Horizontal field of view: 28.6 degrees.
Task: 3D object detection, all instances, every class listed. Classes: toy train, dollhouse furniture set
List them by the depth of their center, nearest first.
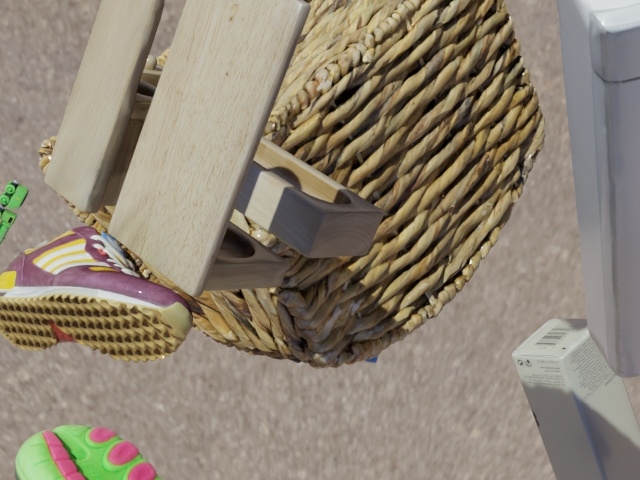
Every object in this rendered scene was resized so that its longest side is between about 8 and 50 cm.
[{"bbox_3d":[-0.032,-0.066,0.574,0.144,0.151,0.123,34,111,33],"label":"dollhouse furniture set"},{"bbox_3d":[-0.308,-0.020,1.213,0.023,0.017,0.083,28,105,-14],"label":"toy train"}]

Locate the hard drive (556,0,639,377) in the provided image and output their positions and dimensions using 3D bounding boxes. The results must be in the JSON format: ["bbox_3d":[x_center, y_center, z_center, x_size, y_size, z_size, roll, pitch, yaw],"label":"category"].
[{"bbox_3d":[0.219,-0.062,0.545,0.233,0.353,0.047,-29,63,0],"label":"hard drive"}]

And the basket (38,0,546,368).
[{"bbox_3d":[-0.006,-0.055,0.925,0.223,0.214,0.299,5,40,45],"label":"basket"}]

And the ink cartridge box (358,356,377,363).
[{"bbox_3d":[0.000,0.000,1.204,0.148,0.086,0.203,25,71,-33],"label":"ink cartridge box"}]

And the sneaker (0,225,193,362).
[{"bbox_3d":[-0.145,0.026,0.818,0.185,0.070,0.084,2,48,38],"label":"sneaker"}]

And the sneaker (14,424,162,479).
[{"bbox_3d":[-0.192,0.416,1.346,0.185,0.202,0.483,-3,42,-38],"label":"sneaker"}]

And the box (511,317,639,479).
[{"bbox_3d":[0.369,0.250,1.739,0.113,0.094,0.275,-32,109,-37],"label":"box"}]
